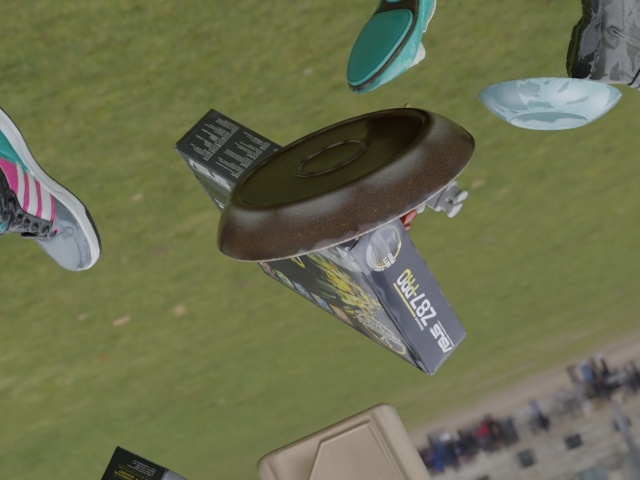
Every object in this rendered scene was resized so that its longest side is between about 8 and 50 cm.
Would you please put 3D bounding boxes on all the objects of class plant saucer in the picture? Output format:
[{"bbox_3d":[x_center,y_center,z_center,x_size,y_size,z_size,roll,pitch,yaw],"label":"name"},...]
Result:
[{"bbox_3d":[0.019,-0.074,1.531,0.311,0.050,0.310,-20,-160,7],"label":"plant saucer"},{"bbox_3d":[0.311,-0.180,1.872,0.195,0.037,0.195,2,172,0],"label":"plant saucer"}]

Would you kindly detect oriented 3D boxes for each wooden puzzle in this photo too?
[{"bbox_3d":[0.052,0.373,2.017,0.239,0.221,0.044,-27,180,23],"label":"wooden puzzle"}]

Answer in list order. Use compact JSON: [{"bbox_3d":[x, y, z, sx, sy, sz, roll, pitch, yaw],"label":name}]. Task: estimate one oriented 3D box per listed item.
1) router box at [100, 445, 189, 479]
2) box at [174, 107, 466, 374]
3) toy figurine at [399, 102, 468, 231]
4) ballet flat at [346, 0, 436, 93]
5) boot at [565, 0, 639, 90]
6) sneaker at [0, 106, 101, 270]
[{"bbox_3d":[-0.269,0.432,1.934,0.309,0.081,0.242,67,47,-73],"label":"router box"},{"bbox_3d":[0.000,0.000,1.968,0.097,0.395,0.318,-46,138,-15],"label":"box"},{"bbox_3d":[0.118,-0.079,2.115,0.209,0.148,0.213,-49,160,-16],"label":"toy figurine"},{"bbox_3d":[0.105,-0.269,1.701,0.083,0.247,0.087,-2,149,40],"label":"ballet flat"},{"bbox_3d":[0.441,-0.322,1.896,0.161,0.246,0.083,7,-157,-5],"label":"boot"},{"bbox_3d":[-0.414,-0.028,1.786,0.124,0.295,0.178,-11,-142,37],"label":"sneaker"}]
